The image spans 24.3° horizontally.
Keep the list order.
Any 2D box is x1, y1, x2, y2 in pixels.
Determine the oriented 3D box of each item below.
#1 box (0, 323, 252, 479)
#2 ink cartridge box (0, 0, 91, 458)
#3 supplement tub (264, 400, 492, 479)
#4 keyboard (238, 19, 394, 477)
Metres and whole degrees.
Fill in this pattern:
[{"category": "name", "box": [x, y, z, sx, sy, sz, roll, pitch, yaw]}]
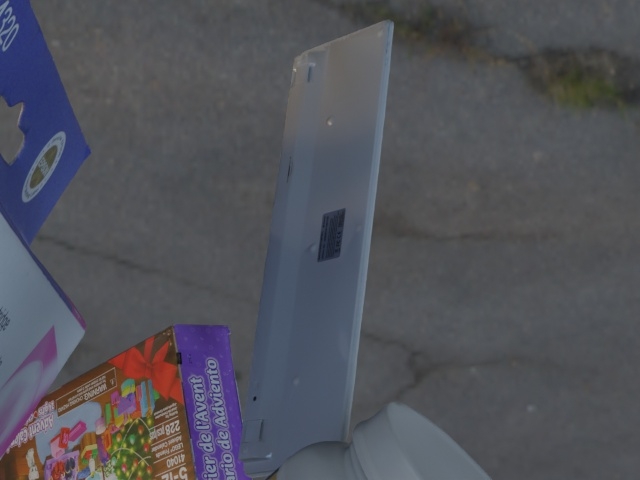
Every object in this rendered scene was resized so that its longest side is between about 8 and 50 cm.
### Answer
[{"category": "box", "box": [-0.162, 0.205, 1.188, 0.057, 0.201, 0.293, 4, 157, -40]}, {"category": "ink cartridge box", "box": [-0.187, 0.063, 0.674, 0.071, 0.330, 0.324, 32, 169, 5]}, {"category": "supplement tub", "box": [-0.001, 0.183, 0.674, 0.200, 0.144, 0.144, -43, 138, 10]}, {"category": "keyboard", "box": [0.000, 0.000, 0.801, 0.072, 0.256, 0.014, -11, 152, 37]}]
